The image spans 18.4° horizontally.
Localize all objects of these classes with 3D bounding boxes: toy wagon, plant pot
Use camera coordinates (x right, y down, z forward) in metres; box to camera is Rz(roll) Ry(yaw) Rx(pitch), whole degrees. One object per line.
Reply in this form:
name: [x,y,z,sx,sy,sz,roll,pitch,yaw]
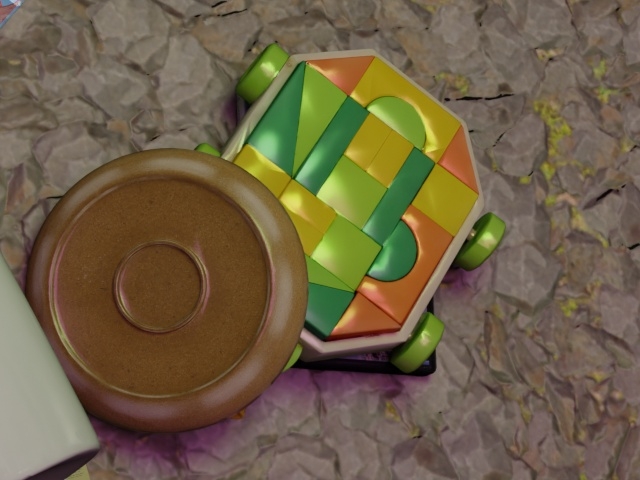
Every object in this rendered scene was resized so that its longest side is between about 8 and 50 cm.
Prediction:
toy wagon: [0.000,0.000,1.688,0.267,0.068,0.344,37,63,-9]
plant pot: [-0.129,0.038,1.603,0.236,0.032,0.236,-1,83,7]

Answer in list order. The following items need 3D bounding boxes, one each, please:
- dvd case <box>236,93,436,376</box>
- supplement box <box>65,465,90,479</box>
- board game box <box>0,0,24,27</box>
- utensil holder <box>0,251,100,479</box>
dvd case: [0.014,-0.008,1.749,0.180,0.022,0.253,6,71,-23]
supplement box: [-0.217,0.203,1.548,0.056,0.083,0.083,-12,80,-28]
board game box: [-0.305,-0.247,1.681,0.133,0.033,0.168,40,63,-7]
utensil holder: [-0.376,0.054,1.379,0.328,0.327,0.385,-27,82,-28]
